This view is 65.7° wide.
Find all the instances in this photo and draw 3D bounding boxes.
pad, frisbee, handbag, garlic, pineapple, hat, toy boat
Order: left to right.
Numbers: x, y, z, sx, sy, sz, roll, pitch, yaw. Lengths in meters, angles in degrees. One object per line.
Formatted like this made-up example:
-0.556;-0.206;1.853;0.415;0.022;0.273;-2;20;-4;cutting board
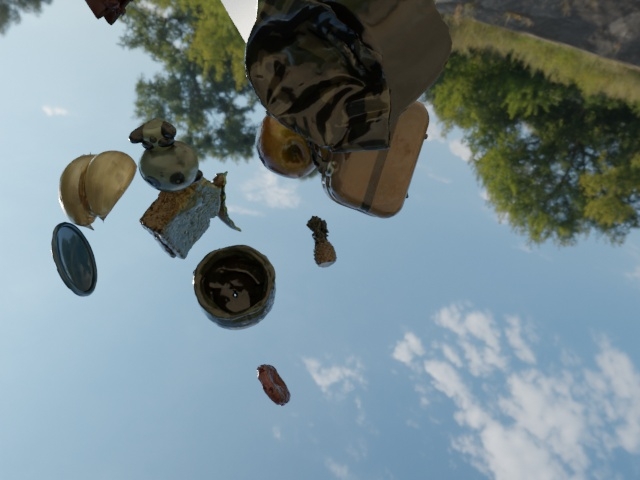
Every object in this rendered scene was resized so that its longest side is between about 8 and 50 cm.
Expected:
-0.913;0.073;1.822;0.049;0.290;0.290;-16;-144;-1;frisbee
-0.845;-0.213;1.895;0.285;0.249;0.313;18;-120;9;garlic
-0.662;-0.863;1.581;0.276;0.260;0.084;56;-167;18;handbag
-0.430;-0.162;2.224;0.099;0.293;0.108;-15;-156;-15;toy boat
-0.186;-0.586;1.104;0.005;0.300;0.202;-26;-100;-17;pad
0.000;0.000;1.510;0.074;0.074;0.160;-4;-112;-32;pineapple
0.066;-0.390;1.011;0.257;0.366;0.382;-1;-139;47;hat
0.102;-0.222;1.224;0.282;0.302;0.149;15;-171;-15;handbag

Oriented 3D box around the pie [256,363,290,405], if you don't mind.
-0.149;0.457;1.582;0.154;0.038;0.153;53;-174;-8;pie

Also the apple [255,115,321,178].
-0.090;-0.253;1.308;0.160;0.195;0.173;-18;-145;1;apple

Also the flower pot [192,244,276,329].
-0.291;0.145;1.689;0.301;0.213;0.302;3;-110;-7;flower pot

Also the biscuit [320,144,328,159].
0.064;-0.293;1.523;0.298;0.154;0.045;14;-175;1;biscuit

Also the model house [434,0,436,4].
0.233;-0.555;1.211;0.119;0.149;0.148;-7;178;32;model house

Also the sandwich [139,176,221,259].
-0.517;-0.114;1.905;0.131;0.262;0.326;24;-113;18;sandwich

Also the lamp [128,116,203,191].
-0.505;-0.271;1.623;0.197;0.244;0.198;-6;-134;6;lamp
